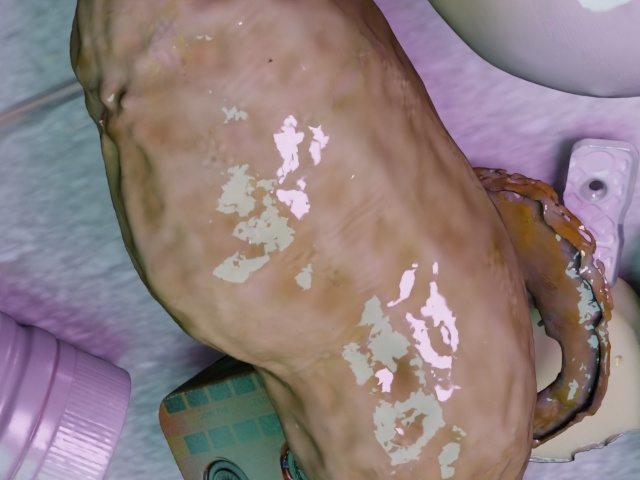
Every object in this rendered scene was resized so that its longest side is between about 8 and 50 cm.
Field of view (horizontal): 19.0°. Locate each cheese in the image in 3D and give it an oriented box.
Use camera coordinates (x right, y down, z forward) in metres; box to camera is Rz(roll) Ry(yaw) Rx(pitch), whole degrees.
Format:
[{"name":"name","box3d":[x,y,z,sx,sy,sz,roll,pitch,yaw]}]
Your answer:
[{"name":"cheese","box3d":[0.162,0.040,1.186,0.127,0.050,0.255,7,132,1]}]

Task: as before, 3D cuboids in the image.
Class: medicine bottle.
[{"name":"medicine bottle","box3d":[-0.259,0.093,1.224,0.249,0.133,0.133,25,130,-17]}]

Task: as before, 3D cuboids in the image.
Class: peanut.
[{"name":"peanut","box3d":[0.000,0.000,1.038,0.169,0.192,0.387,-17,114,42]}]

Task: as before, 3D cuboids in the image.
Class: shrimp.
[{"name":"shrimp","box3d":[0.095,0.063,1.170,0.173,0.058,0.253,41,134,19]}]

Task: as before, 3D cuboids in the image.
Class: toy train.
[{"name":"toy train","box3d":[-0.026,0.118,1.216,0.188,0.072,0.099,-18,100,46]}]

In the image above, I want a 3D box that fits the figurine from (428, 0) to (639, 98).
[{"name":"figurine","box3d":[0.119,-0.267,0.857,0.274,0.226,0.394,-32,115,-7]}]
